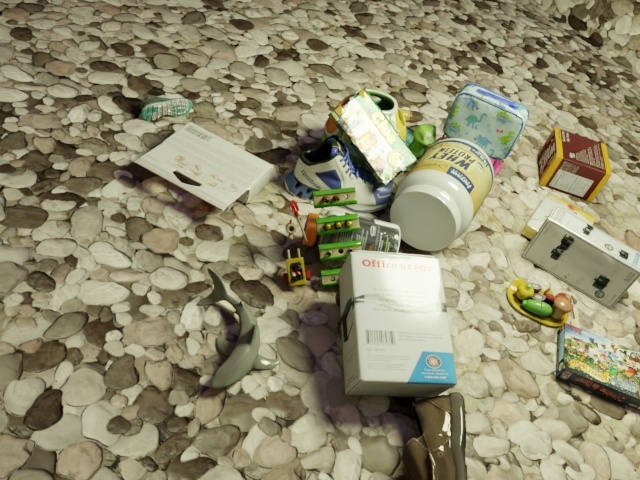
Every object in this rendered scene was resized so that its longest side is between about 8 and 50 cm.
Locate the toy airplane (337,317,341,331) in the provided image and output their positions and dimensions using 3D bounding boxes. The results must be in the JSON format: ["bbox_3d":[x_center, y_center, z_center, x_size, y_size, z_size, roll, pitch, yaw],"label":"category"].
[{"bbox_3d":[0.113,0.219,1.505,0.151,0.028,0.151,4,63,-7],"label":"toy airplane"}]

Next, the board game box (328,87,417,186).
[{"bbox_3d":[0.151,-0.294,1.787,0.136,0.030,0.259,-41,97,-20],"label":"board game box"}]

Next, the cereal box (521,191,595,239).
[{"bbox_3d":[0.754,-0.047,1.974,0.173,0.047,0.240,33,44,14],"label":"cereal box"}]

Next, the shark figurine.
[{"bbox_3d":[-0.173,0.186,1.392,0.166,0.116,0.278,0,48,-20],"label":"shark figurine"}]

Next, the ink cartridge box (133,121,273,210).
[{"bbox_3d":[-0.323,-0.194,1.750,0.296,0.066,0.261,29,45,11],"label":"ink cartridge box"}]

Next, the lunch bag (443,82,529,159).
[{"bbox_3d":[0.487,-0.351,1.836,0.219,0.176,0.090,27,45,12],"label":"lunch bag"}]

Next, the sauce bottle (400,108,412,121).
[{"bbox_3d":[0.261,-0.447,2.216,0.128,0.042,0.042,1,46,-16],"label":"sauce bottle"}]

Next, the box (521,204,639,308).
[{"bbox_3d":[0.755,0.046,1.799,0.290,0.169,0.087,32,45,15],"label":"box"}]

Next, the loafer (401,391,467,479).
[{"bbox_3d":[0.229,0.466,1.256,0.130,0.133,0.366,-1,32,12],"label":"loafer"}]

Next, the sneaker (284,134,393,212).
[{"bbox_3d":[0.067,-0.196,1.800,0.316,0.182,0.127,9,46,-10],"label":"sneaker"}]

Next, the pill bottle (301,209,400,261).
[{"bbox_3d":[0.077,-0.006,1.650,0.246,0.130,0.130,13,44,-7],"label":"pill bottle"}]

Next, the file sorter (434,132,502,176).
[{"bbox_3d":[0.489,-0.287,2.031,0.202,0.182,0.290,31,45,14],"label":"file sorter"}]

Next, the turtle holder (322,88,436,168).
[{"bbox_3d":[0.170,-0.323,1.924,0.320,0.227,0.243,31,45,14],"label":"turtle holder"}]

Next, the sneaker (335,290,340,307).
[{"bbox_3d":[0.128,0.138,1.581,0.192,0.064,0.086,7,34,-9],"label":"sneaker"}]

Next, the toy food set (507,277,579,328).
[{"bbox_3d":[0.626,0.163,1.708,0.218,0.071,0.128,24,44,6],"label":"toy food set"}]

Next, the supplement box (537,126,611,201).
[{"bbox_3d":[0.879,-0.266,2.178,0.194,0.129,0.191,19,44,0],"label":"supplement box"}]

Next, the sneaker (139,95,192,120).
[{"bbox_3d":[-0.480,-0.421,1.930,0.167,0.065,0.076,-14,48,-31],"label":"sneaker"}]

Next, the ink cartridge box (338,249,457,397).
[{"bbox_3d":[0.168,0.192,1.434,0.223,0.129,0.307,5,61,-13],"label":"ink cartridge box"}]

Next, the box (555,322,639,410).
[{"bbox_3d":[0.725,0.322,1.602,0.233,0.044,0.159,22,43,3],"label":"box"}]

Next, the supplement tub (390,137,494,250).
[{"bbox_3d":[0.350,-0.134,1.799,0.228,0.228,0.316,30,45,11],"label":"supplement tub"}]

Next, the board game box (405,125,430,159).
[{"bbox_3d":[0.281,-0.349,2.135,0.186,0.026,0.126,34,46,15],"label":"board game box"}]

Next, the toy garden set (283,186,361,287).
[{"bbox_3d":[0.000,0.000,1.554,0.204,0.244,0.049,-7,7,-4],"label":"toy garden set"}]
